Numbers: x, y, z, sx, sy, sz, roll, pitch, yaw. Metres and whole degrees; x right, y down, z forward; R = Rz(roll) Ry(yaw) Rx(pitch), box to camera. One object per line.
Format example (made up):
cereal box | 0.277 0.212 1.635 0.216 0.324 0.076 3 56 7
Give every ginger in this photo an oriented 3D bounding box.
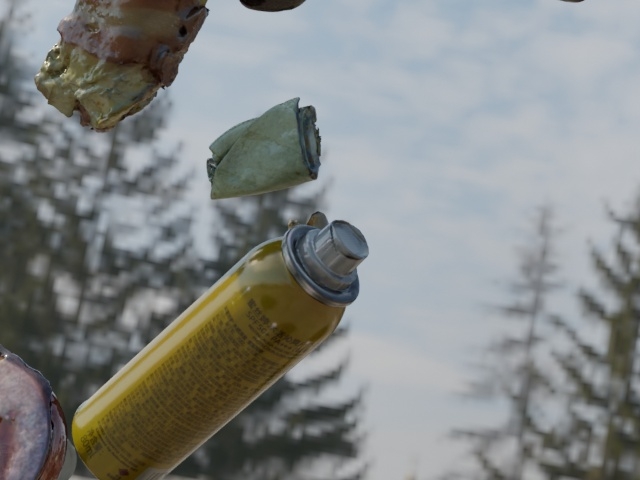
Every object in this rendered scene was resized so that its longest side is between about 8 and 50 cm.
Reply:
ginger | -0.001 -0.001 2.177 0.097 0.048 0.030 37 -37 -29

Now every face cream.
face cream | -0.084 0.097 1.788 0.105 0.105 0.348 19 -48 -38

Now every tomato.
tomato | -0.285 0.158 1.436 0.228 0.199 0.112 42 -15 34

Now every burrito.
burrito | -0.055 -0.078 1.786 0.118 0.074 0.044 -16 -4 28

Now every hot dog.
hot dog | -0.172 -0.199 1.839 0.146 0.213 0.103 34 12 34

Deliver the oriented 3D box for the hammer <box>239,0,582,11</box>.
hammer | 0.074 -0.291 1.960 0.409 0.095 0.242 4 23 -18

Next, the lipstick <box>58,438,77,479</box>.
lipstick | -0.302 0.167 1.931 0.059 0.059 0.264 17 9 -29
